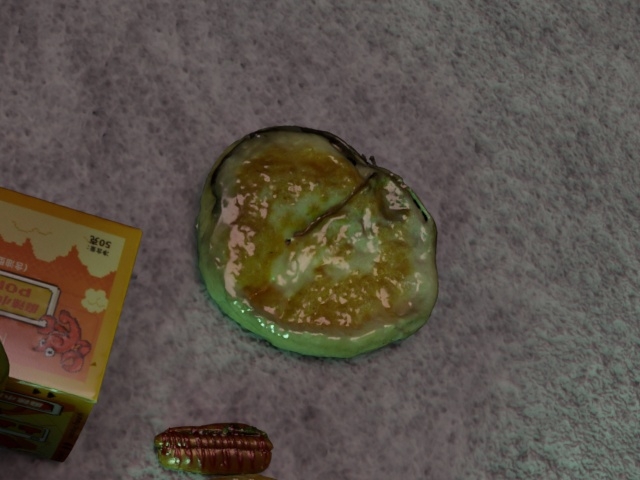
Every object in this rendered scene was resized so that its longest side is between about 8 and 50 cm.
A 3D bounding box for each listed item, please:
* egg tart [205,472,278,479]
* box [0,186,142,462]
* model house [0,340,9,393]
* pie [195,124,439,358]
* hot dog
[{"bbox_3d":[-0.087,0.350,1.370,0.191,0.074,0.191,11,52,-15],"label":"egg tart"},{"bbox_3d":[-0.367,0.085,1.292,0.283,0.259,0.214,16,64,-12],"label":"box"},{"bbox_3d":[-0.383,0.209,1.064,0.173,0.268,0.239,16,56,-28],"label":"model house"},{"bbox_3d":[0.000,0.000,1.574,0.339,0.077,0.339,9,66,-20],"label":"pie"},{"bbox_3d":[-0.125,0.243,1.434,0.144,0.038,0.062,6,65,-17],"label":"hot dog"}]
